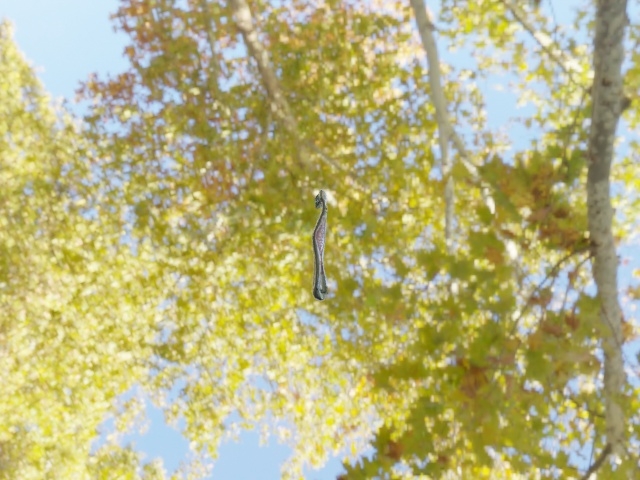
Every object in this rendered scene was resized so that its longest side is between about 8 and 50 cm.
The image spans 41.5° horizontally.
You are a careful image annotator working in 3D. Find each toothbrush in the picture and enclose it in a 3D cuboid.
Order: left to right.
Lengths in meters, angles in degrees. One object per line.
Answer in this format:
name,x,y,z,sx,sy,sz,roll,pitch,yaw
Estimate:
toothbrush,0.000,0.000,0.979,0.017,0.022,0.204,28,-149,-19
